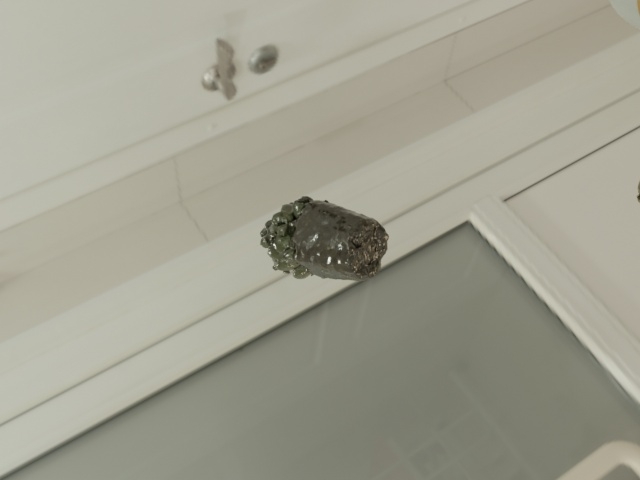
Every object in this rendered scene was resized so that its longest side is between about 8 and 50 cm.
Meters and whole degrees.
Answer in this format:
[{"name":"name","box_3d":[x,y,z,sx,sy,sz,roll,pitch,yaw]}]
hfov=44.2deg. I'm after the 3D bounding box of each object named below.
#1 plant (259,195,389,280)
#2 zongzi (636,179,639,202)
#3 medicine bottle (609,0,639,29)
[{"name":"plant","box_3d":[0.000,0.000,0.873,0.143,0.092,0.094,9,170,42]},{"name":"zongzi","box_3d":[0.383,-0.024,0.672,0.178,0.189,0.081,29,104,36]},{"name":"medicine bottle","box_3d":[0.137,-0.116,0.284,0.220,0.061,0.092,-110,5,-54]}]
